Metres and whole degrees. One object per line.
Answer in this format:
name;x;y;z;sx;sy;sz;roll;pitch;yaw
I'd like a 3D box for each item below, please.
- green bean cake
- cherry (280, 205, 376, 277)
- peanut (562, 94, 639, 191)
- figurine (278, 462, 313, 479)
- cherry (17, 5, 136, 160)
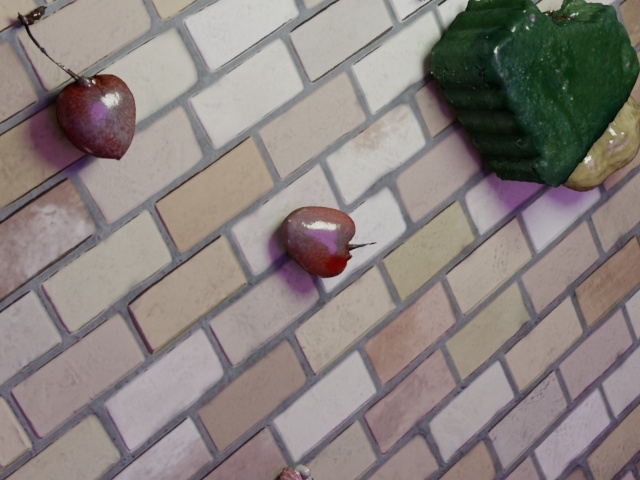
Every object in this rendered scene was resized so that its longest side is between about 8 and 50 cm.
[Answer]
green bean cake;0.354;-0.285;2.178;0.308;0.169;0.300;-48;122;-23
cherry;0.000;-0.005;2.000;0.126;0.087;0.106;42;77;-13
peanut;0.484;-0.168;2.313;0.224;0.129;0.129;-46;120;-21
figurine;-0.068;0.394;2.025;0.129;0.054;0.072;-36;131;-35
cherry;-0.311;-0.209;1.746;0.107;0.090;0.225;-25;102;-19
